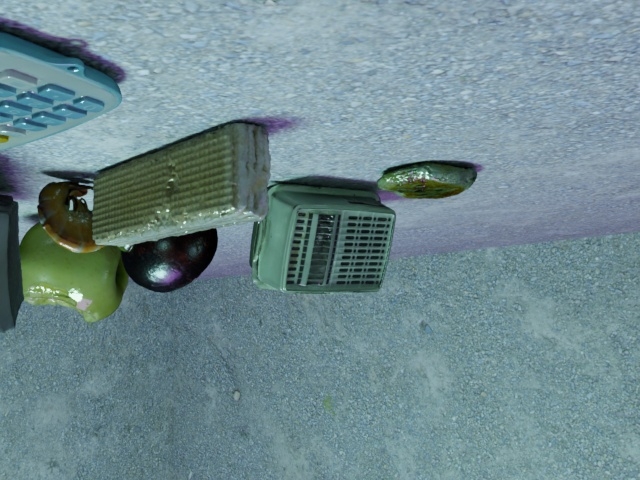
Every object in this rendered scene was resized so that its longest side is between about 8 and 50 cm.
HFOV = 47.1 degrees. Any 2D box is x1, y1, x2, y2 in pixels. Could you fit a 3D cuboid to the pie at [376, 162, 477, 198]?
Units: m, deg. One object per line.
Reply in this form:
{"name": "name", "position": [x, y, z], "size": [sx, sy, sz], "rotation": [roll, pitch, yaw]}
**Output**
{"name": "pie", "position": [0.198, -0.109, 1.378], "size": [0.187, 0.041, 0.187], "rotation": [-1, 174, 0]}

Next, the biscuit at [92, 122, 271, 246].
{"name": "biscuit", "position": [-0.233, -0.073, 1.163], "size": [0.079, 0.143, 0.426], "rotation": [6, 169, -43]}

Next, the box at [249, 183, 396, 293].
{"name": "box", "position": [0.000, 0.000, 1.503], "size": [0.291, 0.220, 0.166], "rotation": [3, -167, -33]}

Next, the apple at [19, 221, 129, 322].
{"name": "apple", "position": [-0.586, 0.061, 1.750], "size": [0.279, 0.279, 0.279], "rotation": [-2, 173, 0]}

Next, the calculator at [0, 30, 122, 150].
{"name": "calculator", "position": [-0.409, -0.154, 0.819], "size": [0.387, 0.054, 0.256], "rotation": [-7, 171, 27]}

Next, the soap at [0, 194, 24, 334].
{"name": "soap", "position": [-0.675, 0.030, 1.217], "size": [0.351, 0.212, 0.435], "rotation": [6, -174, -21]}

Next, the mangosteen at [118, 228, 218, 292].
{"name": "mangosteen", "position": [-0.324, -0.005, 1.534], "size": [0.216, 0.216, 0.216], "rotation": [-2, 173, 0]}

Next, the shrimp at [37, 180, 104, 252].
{"name": "shrimp", "position": [-0.419, -0.055, 1.360], "size": [0.068, 0.150, 0.249], "rotation": [-35, 176, 28]}
